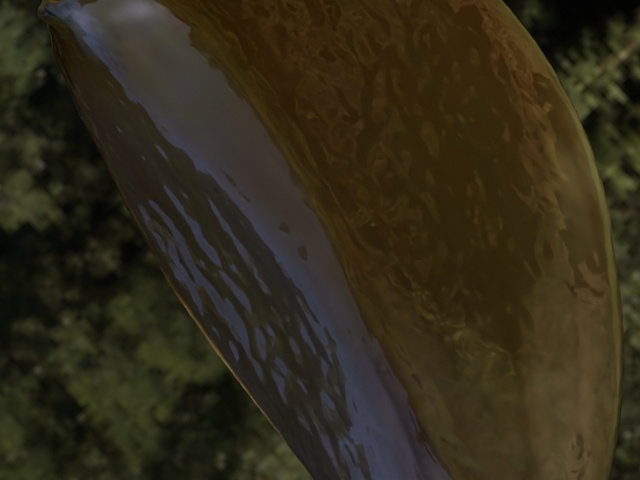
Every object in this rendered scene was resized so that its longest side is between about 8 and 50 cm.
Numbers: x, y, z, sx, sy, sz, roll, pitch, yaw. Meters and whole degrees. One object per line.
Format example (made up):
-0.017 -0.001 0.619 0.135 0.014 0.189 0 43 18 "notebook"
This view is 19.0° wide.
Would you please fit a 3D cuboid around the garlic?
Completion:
0.008 0.003 0.574 0.245 0.145 0.164 61 -156 8 "garlic"
